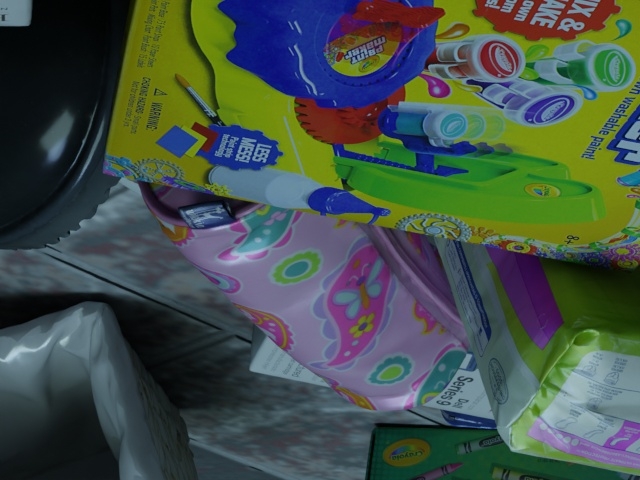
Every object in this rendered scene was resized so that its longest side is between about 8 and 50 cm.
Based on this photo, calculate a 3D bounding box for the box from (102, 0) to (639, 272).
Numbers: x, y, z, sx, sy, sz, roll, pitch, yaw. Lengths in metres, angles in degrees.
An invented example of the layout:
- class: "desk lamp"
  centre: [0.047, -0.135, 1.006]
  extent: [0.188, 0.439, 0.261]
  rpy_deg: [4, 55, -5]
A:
- class: "box"
  centre: [0.063, -0.142, 0.815]
  extent: [0.279, 0.177, 0.290]
  rpy_deg: [10, 154, -7]

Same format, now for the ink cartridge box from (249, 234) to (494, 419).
- class: "ink cartridge box"
  centre: [0.070, 0.048, 1.299]
  extent: [0.212, 0.093, 0.154]
  rpy_deg: [11, 154, -11]

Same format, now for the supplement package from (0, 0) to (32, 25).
- class: "supplement package"
  centre: [-0.189, -0.201, 0.663]
  extent: [0.177, 0.175, 0.293]
  rpy_deg: [-1, 170, -9]

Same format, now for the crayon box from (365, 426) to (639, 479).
- class: "crayon box"
  centre: [0.193, 0.240, 1.668]
  extent: [0.278, 0.081, 0.165]
  rpy_deg: [0, 153, 15]

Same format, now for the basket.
- class: "basket"
  centre: [-0.257, 0.281, 1.510]
  extent: [0.331, 0.328, 0.266]
  rpy_deg: [-19, 154, 2]

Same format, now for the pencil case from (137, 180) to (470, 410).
- class: "pencil case"
  centre: [0.000, 0.000, 1.066]
  extent: [0.124, 0.124, 0.284]
  rpy_deg: [-4, 151, 23]

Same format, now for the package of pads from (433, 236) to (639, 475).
- class: "package of pads"
  centre: [0.217, 0.036, 1.035]
  extent: [0.296, 0.229, 0.101]
  rpy_deg: [12, 128, -24]

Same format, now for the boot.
- class: "boot"
  centre: [-0.363, -0.084, 0.985]
  extent: [0.445, 0.146, 0.367]
  rpy_deg: [11, 158, -35]

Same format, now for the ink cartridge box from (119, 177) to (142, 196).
- class: "ink cartridge box"
  centre: [-0.040, -0.074, 1.134]
  extent: [0.232, 0.066, 0.189]
  rpy_deg: [-4, 153, 41]

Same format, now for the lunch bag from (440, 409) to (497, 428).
- class: "lunch bag"
  centre: [0.136, 0.114, 1.443]
  extent: [0.098, 0.067, 0.065]
  rpy_deg: [5, 154, 9]
